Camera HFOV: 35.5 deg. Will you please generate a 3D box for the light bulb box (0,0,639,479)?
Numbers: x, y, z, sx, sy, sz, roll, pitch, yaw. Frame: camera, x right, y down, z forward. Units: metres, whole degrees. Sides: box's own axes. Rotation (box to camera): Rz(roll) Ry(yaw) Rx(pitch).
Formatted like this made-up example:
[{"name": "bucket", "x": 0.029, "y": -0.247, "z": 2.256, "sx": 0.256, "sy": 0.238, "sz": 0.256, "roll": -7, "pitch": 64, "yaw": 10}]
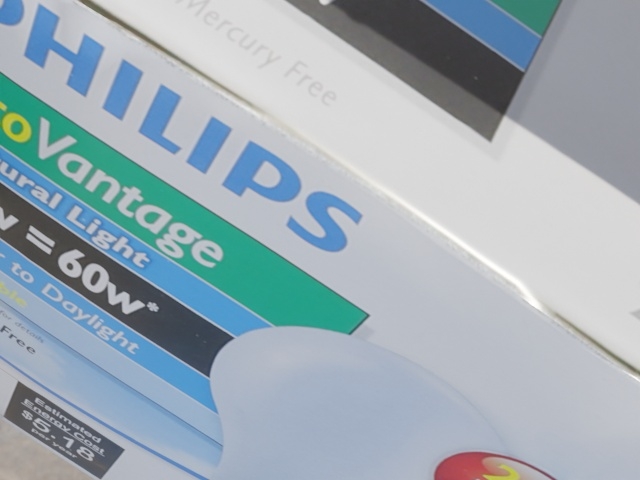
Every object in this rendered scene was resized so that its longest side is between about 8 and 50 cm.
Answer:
[{"name": "light bulb box", "x": 0.000, "y": 0.000, "z": 0.521, "sx": 0.357, "sy": 0.225, "sz": 0.361, "roll": 34, "pitch": 143, "yaw": -4}]
